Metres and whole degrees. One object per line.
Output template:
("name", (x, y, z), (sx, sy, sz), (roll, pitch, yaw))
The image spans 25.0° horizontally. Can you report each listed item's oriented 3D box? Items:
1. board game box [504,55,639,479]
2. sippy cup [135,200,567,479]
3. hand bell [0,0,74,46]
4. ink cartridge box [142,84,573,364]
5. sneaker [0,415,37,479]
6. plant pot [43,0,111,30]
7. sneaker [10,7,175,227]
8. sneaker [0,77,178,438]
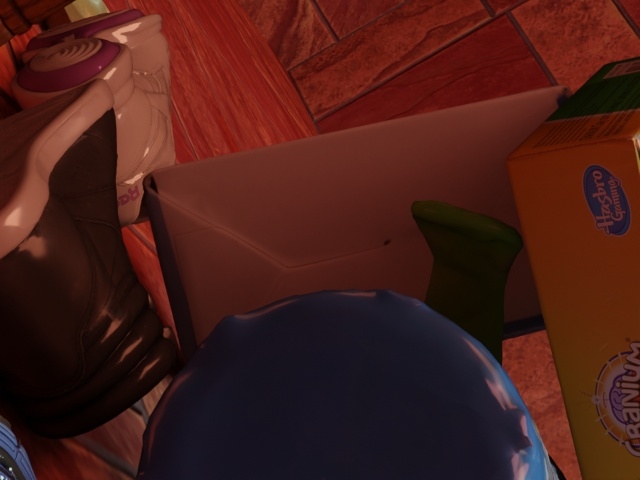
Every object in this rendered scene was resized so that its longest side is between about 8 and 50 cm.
("board game box", (0.196, 0.071, 0.788), (0.242, 0.064, 0.317), (-37, 115, -62))
("sippy cup", (0.017, 0.138, 0.673), (0.224, 0.240, 0.305), (76, -2, -61))
("hand bell", (-0.142, -0.116, 0.700), (0.126, 0.242, 0.126), (59, 7, -11))
("ink cartridge box", (0.027, 0.016, 1.035), (0.395, 0.270, 0.151), (144, -66, -84))
("sneaker", (-0.123, 0.125, 0.512), (0.221, 0.083, 0.087), (49, 17, -52))
("plant pot", (-0.218, -0.184, 1.413), (0.236, 0.032, 0.236), (59, 7, -12))
("sneaker", (-0.172, -0.096, 1.145), (0.305, 0.114, 0.152), (-88, 162, -71))
("sneaker", (-0.145, 0.009, 0.816), (0.147, 0.104, 0.296), (62, 9, -21))
